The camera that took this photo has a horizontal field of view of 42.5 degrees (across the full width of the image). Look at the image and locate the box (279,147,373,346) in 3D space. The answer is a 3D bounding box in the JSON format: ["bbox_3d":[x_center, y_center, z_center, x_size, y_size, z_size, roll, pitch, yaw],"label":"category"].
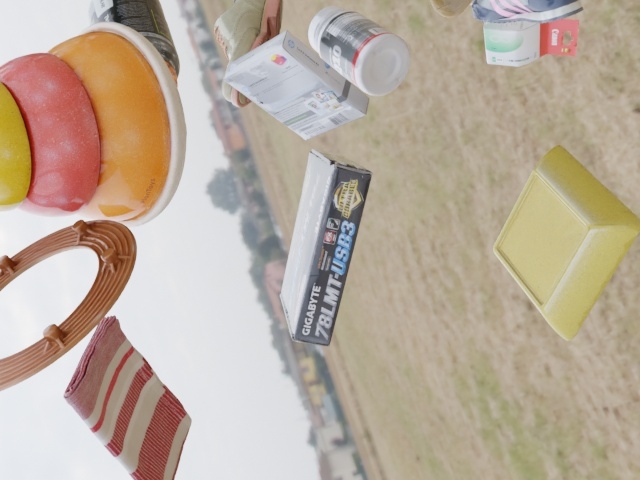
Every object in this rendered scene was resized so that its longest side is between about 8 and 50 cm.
[{"bbox_3d":[0.000,0.000,1.424,0.293,0.073,0.295,-117,39,-77],"label":"box"}]

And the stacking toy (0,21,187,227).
[{"bbox_3d":[-0.481,-0.158,1.272,0.351,0.480,0.350,12,109,40],"label":"stacking toy"}]

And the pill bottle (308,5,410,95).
[{"bbox_3d":[0.093,-0.499,2.137,0.283,0.161,0.161,46,159,46],"label":"pill bottle"}]

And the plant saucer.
[{"bbox_3d":[0.518,0.000,1.852,0.332,0.081,0.332,61,139,47],"label":"plant saucer"}]

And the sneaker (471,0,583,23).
[{"bbox_3d":[0.423,-0.532,1.731,0.319,0.112,0.131,24,138,60],"label":"sneaker"}]

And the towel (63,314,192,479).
[{"bbox_3d":[-0.364,0.335,1.621,0.329,0.037,0.237,60,-159,-28],"label":"towel"}]

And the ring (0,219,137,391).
[{"bbox_3d":[-0.410,0.080,1.161,0.032,0.337,0.336,59,-175,-35],"label":"ring"}]

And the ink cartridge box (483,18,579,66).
[{"bbox_3d":[0.532,-0.500,2.088,0.181,0.225,0.056,50,-127,-68],"label":"ink cartridge box"}]

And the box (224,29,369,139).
[{"bbox_3d":[-0.037,-0.240,1.311,0.186,0.145,0.038,32,-122,-34],"label":"box"}]

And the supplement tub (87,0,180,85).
[{"bbox_3d":[-0.496,-0.517,2.205,0.207,0.207,0.338,75,174,-55],"label":"supplement tub"}]

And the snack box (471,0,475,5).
[{"bbox_3d":[0.463,-0.734,2.264,0.060,0.322,0.187,33,-100,-86],"label":"snack box"}]

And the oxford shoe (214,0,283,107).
[{"bbox_3d":[-0.194,-0.469,2.008,0.140,0.147,0.397,96,-174,-47],"label":"oxford shoe"}]

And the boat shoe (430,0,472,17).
[{"bbox_3d":[0.313,-0.533,1.513,0.098,0.277,0.096,46,-150,-1],"label":"boat shoe"}]
